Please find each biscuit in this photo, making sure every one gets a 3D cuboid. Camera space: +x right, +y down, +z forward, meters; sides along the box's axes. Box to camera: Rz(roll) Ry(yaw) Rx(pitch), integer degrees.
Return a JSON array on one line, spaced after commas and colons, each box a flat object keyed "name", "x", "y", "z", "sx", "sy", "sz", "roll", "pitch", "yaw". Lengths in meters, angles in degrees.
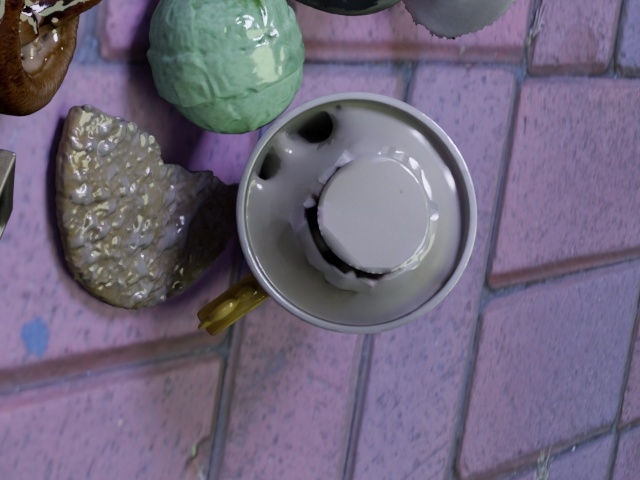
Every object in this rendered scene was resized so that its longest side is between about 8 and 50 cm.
[{"name": "biscuit", "x": -0.138, "y": -0.012, "z": 1.373, "sx": 0.250, "sy": 0.032, "sz": 0.133, "roll": 30, "pitch": 78, "yaw": -60}]

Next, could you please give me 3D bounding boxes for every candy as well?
[{"name": "candy", "x": -0.103, "y": -0.279, "z": 1.275, "sx": 0.119, "sy": 0.119, "sz": 0.440, "roll": -42, "pitch": 129, "yaw": -44}]

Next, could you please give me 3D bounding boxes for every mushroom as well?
[{"name": "mushroom", "x": -0.192, "y": -0.160, "z": 1.174, "sx": 0.170, "sy": 0.080, "sz": 0.135, "roll": -46, "pitch": 151, "yaw": -42}]

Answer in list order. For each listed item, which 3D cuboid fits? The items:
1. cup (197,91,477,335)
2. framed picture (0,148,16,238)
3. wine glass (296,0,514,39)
[{"name": "cup", "x": 0.000, "y": 0.000, "z": 1.435, "sx": 0.241, "sy": 0.185, "sz": 0.226, "roll": -34, "pitch": 179, "yaw": -3}, {"name": "framed picture", "x": -0.253, "y": 0.093, "z": 1.115, "sx": 0.213, "sy": 0.016, "sz": 0.289, "roll": 143, "pitch": -32, "yaw": -76}, {"name": "wine glass", "x": 0.052, "y": -0.251, "z": 1.492, "sx": 0.321, "sy": 0.143, "sz": 0.143, "roll": -2, "pitch": 104, "yaw": -57}]
